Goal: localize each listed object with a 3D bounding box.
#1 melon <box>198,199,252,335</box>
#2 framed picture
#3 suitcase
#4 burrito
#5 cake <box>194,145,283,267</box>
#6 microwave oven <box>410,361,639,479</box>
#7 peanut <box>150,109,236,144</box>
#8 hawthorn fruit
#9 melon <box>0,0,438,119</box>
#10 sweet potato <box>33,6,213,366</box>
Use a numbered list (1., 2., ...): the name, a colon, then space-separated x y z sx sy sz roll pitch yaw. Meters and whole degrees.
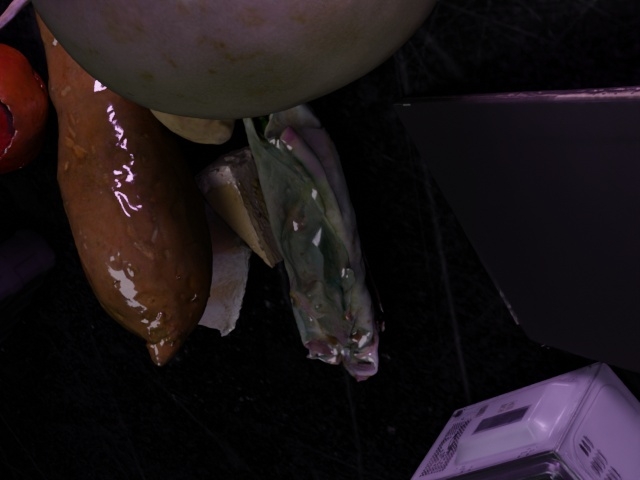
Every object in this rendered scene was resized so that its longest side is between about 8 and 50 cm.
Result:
1. melon: -0.125 0.022 1.083 0.140 0.093 0.202 -13 122 37
2. framed picture: 0.196 0.003 0.751 0.255 0.014 0.339 58 162 -18
3. suitcase: -0.456 0.106 1.342 0.066 0.206 0.285 48 140 1
4. burrito: -0.001 -0.001 0.974 0.096 0.066 0.309 10 128 37
5. cake: -0.062 -0.030 1.009 0.121 0.052 0.065 51 138 -9
6. microwave oven: 0.203 0.221 0.961 0.162 0.122 0.208 47 141 -8
7. peanut: -0.133 -0.175 0.905 0.099 0.090 0.214 1 125 44
8. hawthorn fruit: -0.365 -0.127 1.082 0.148 0.172 0.148 33 138 35
9. melon: -0.056 -0.204 0.687 0.308 0.272 0.271 25 139 34
10. sweet potato: -0.192 -0.093 0.969 0.131 0.131 0.422 -13 94 46
